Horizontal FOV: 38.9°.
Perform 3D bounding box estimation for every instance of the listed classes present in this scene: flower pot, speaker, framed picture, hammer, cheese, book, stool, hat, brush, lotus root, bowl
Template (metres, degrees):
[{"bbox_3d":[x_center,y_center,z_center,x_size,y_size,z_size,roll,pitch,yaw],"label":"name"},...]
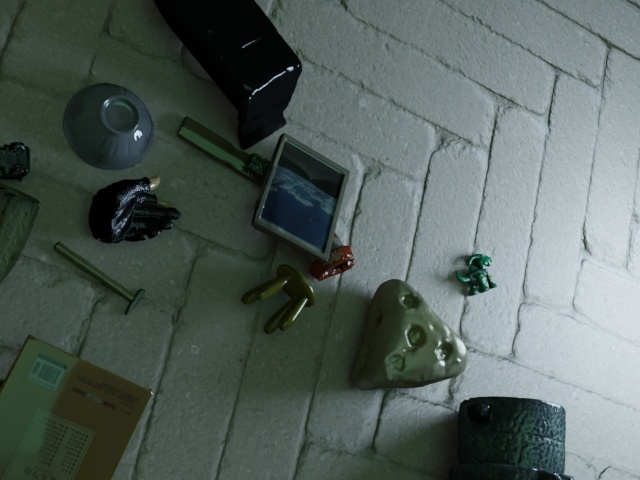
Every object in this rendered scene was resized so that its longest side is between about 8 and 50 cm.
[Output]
[{"bbox_3d":[0.428,0.499,1.991,0.299,0.299,0.283,16,68,-24],"label":"flower pot"},{"bbox_3d":[-0.209,-0.413,1.962,0.180,0.184,0.388,-35,85,-31],"label":"speaker"},{"bbox_3d":[-0.040,-0.094,1.965,0.189,0.023,0.260,29,53,-19],"label":"framed picture"},{"bbox_3d":[-0.442,0.070,1.787,0.199,0.013,0.062,38,64,-16],"label":"hammer"},{"bbox_3d":[0.212,0.220,2.015,0.247,0.173,0.251,15,67,-23],"label":"cheese"},{"bbox_3d":[-0.499,0.399,1.637,0.269,0.032,0.389,32,74,-23],"label":"book"},{"bbox_3d":[-0.086,0.123,1.910,0.110,0.134,0.135,-41,144,-26],"label":"stool"},{"bbox_3d":[0.000,0.000,2.009,0.112,0.093,0.162,-19,70,-39],"label":"hat"},{"bbox_3d":[-0.178,-0.180,1.966,0.282,0.048,0.054,30,62,-18],"label":"brush"},{"bbox_3d":[-0.674,0.004,1.597,0.267,0.149,0.260,17,98,-39],"label":"lotus root"},{"bbox_3d":[-0.415,-0.242,1.830,0.189,0.086,0.189,6,77,-27],"label":"bowl"}]

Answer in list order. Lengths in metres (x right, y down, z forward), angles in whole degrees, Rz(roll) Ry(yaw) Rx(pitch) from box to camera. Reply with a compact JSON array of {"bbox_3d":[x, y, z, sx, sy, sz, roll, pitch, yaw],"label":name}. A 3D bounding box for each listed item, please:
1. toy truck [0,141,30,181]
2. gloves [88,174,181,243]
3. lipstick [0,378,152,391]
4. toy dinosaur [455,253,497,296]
[{"bbox_3d":[-0.625,-0.148,1.701,0.147,0.079,0.065,2,77,-27],"label":"toy truck"},{"bbox_3d":[-0.370,-0.060,1.820,0.180,0.106,0.129,-2,80,-57],"label":"gloves"},{"bbox_3d":[-0.472,0.292,1.702,0.312,0.051,0.051,8,77,-29],"label":"lipstick"},{"bbox_3d":[0.377,0.082,2.201,0.132,0.059,0.096,-9,75,-38],"label":"toy dinosaur"}]
